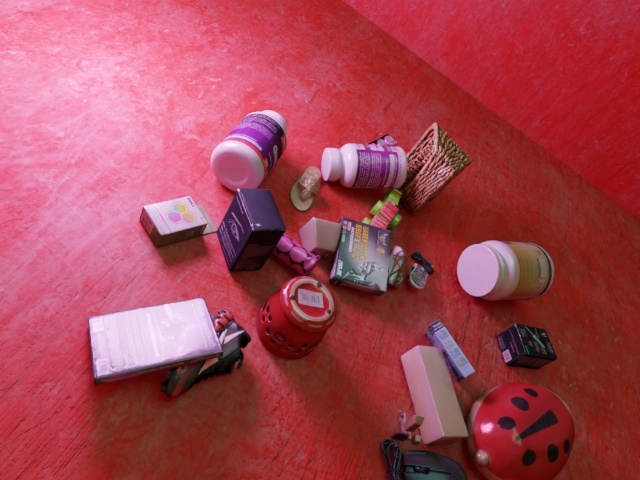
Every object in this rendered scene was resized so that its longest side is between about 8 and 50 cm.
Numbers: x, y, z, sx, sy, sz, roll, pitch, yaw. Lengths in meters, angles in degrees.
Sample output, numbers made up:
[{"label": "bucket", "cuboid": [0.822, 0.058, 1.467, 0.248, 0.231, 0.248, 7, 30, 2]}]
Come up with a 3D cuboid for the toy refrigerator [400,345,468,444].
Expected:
[{"label": "toy refrigerator", "cuboid": [0.330, 0.457, 1.531, 0.102, 0.094, 0.269, 12, 50, -31]}]

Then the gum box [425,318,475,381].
[{"label": "gum box", "cuboid": [0.404, 0.350, 1.630, 0.041, 0.157, 0.184, -31, 69, -5]}]

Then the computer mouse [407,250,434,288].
[{"label": "computer mouse", "cuboid": [0.351, 0.119, 1.873, 0.106, 0.042, 0.193, 43, 37, -1]}]

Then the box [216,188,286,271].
[{"label": "box", "cuboid": [-0.205, -0.028, 1.498, 0.108, 0.207, 0.153, -1, 55, -35]}]

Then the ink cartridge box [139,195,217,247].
[{"label": "ink cartridge box", "cuboid": [-0.401, -0.062, 1.502, 0.209, 0.062, 0.109, -18, 65, -43]}]

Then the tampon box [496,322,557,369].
[{"label": "tampon box", "cuboid": [0.739, 0.383, 1.860, 0.161, 0.101, 0.120, 14, 48, -25]}]

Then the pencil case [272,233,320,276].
[{"label": "pencil case", "cuboid": [-0.101, 0.022, 1.613, 0.209, 0.095, 0.098, 39, 36, 4]}]

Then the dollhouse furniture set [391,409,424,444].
[{"label": "dollhouse furniture set", "cuboid": [0.260, 0.496, 1.433, 0.091, 0.114, 0.081, 20, 41, -15]}]

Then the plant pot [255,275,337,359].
[{"label": "plant pot", "cuboid": [-0.060, 0.208, 1.422, 0.191, 0.174, 0.191, 17, 49, -21]}]

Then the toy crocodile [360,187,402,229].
[{"label": "toy crocodile", "cuboid": [0.224, -0.072, 1.902, 0.115, 0.105, 0.340, 38, 43, 0]}]

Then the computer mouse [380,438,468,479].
[{"label": "computer mouse", "cuboid": [0.295, 0.629, 1.370, 0.272, 0.072, 0.188, 18, 45, -21]}]

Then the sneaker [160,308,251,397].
[{"label": "sneaker", "cuboid": [-0.266, 0.290, 1.264, 0.135, 0.097, 0.276, 38, 41, 3]}]

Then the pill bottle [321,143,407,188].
[{"label": "pill bottle", "cuboid": [0.163, -0.284, 1.976, 0.302, 0.169, 0.169, 0, 53, -16]}]

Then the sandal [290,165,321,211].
[{"label": "sandal", "cuboid": [-0.040, -0.209, 1.860, 0.088, 0.079, 0.240, 30, 43, -9]}]

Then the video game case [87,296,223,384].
[{"label": "video game case", "cuboid": [-0.385, 0.224, 1.203, 0.274, 0.026, 0.196, -8, 37, -23]}]

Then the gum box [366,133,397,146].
[{"label": "gum box", "cuboid": [0.234, -0.370, 2.164, 0.062, 0.107, 0.188, 46, 43, 9]}]

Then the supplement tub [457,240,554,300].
[{"label": "supplement tub", "cuboid": [0.702, 0.115, 1.972, 0.316, 0.228, 0.228, 3, 53, -33]}]

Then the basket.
[{"label": "basket", "cuboid": [0.403, -0.278, 2.059, 0.223, 0.299, 0.213, 49, 45, 8]}]

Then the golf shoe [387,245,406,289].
[{"label": "golf shoe", "cuboid": [0.250, 0.081, 1.815, 0.086, 0.067, 0.186, 25, 44, -12]}]

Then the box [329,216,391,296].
[{"label": "box", "cuboid": [0.134, 0.053, 1.714, 0.183, 0.056, 0.231, 16, 62, -12]}]

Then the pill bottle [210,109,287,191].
[{"label": "pill bottle", "cuboid": [-0.225, -0.315, 1.751, 0.182, 0.181, 0.323, 33, 43, -6]}]

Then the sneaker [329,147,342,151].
[{"label": "sneaker", "cuboid": [0.090, -0.348, 2.090, 0.135, 0.052, 0.058, 11, 45, -27]}]

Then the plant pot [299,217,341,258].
[{"label": "plant pot", "cuboid": [0.000, 0.000, 1.696, 0.109, 0.109, 0.096, 12, 62, -26]}]

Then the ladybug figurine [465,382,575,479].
[{"label": "ladybug figurine", "cuboid": [0.623, 0.578, 1.569, 0.450, 0.162, 0.305, -13, 62, -40]}]
